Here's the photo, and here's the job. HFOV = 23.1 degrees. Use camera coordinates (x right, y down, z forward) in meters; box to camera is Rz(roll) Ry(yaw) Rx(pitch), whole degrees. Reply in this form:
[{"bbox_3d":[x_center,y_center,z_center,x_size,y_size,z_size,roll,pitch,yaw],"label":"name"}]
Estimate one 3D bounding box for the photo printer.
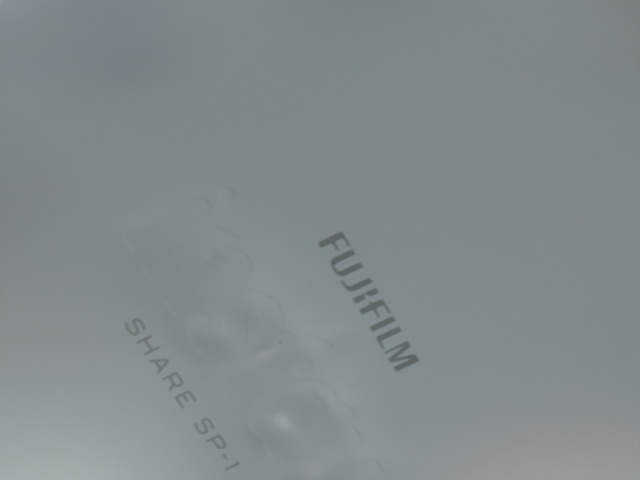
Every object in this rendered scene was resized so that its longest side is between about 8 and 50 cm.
[{"bbox_3d":[0.000,0.000,0.452,0.256,0.307,0.107,59,-167,-24],"label":"photo printer"}]
